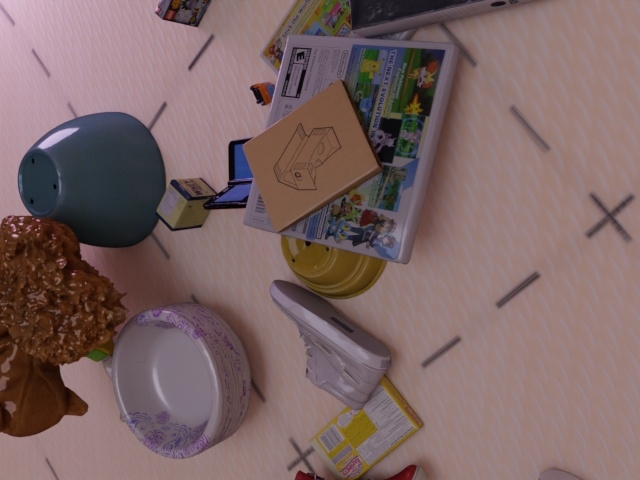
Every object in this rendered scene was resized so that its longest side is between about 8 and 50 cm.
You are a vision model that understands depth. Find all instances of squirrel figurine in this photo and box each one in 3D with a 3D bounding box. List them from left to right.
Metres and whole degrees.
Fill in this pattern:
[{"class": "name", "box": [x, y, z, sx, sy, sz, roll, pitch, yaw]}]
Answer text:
[{"class": "squirrel figurine", "box": [-0.550, 0.167, 1.289, 0.397, 0.281, 0.370, -30, 67, 36]}]

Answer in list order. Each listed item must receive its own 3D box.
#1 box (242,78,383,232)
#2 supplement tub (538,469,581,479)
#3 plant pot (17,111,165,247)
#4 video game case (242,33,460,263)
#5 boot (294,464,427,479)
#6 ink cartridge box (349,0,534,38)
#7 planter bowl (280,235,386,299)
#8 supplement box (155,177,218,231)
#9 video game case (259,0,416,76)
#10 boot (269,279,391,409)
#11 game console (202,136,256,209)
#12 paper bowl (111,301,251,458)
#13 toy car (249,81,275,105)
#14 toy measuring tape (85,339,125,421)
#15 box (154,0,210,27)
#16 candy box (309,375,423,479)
[{"class": "box", "box": [-0.017, -0.129, 1.068, 0.201, 0.021, 0.164, -30, 69, 23]}, {"class": "supplement tub", "box": [0.341, 0.398, 0.999, 0.071, 0.071, 0.107, 17, 106, 30]}, {"class": "plant pot", "box": [-0.488, -0.120, 1.397, 0.290, 0.195, 0.290, 4, 98, 32]}, {"class": "video game case", "box": [0.038, -0.153, 1.073, 0.300, 0.036, 0.328, 14, 90, 32]}, {"class": "boot", "box": [0.052, 0.424, 1.157, 0.176, 0.088, 0.244, 39, 119, 5]}, {"class": "ink cartridge box", "box": [0.195, -0.405, 0.978, 0.333, 0.065, 0.165, -5, 90, 28]}, {"class": "planter bowl", "box": [0.000, 0.000, 1.158, 0.217, 0.090, 0.217, 5, 99, 33]}, {"class": "supplement box", "box": [-0.257, -0.070, 1.319, 0.056, 0.083, 0.083, 43, 117, 21]}, {"class": "video game case", "box": [0.023, -0.330, 1.140, 0.206, 0.026, 0.227, 50, 120, 18]}, {"class": "boot", "box": [-0.008, 0.179, 1.176, 0.258, 0.095, 0.123, 35, 108, 29]}, {"class": "game console", "box": [-0.144, -0.120, 1.227, 0.144, 0.124, 0.085, 0, 122, 46]}, {"class": "paper bowl", "box": [-0.254, 0.258, 1.321, 0.284, 0.148, 0.284, 5, 99, 33]}, {"class": "toy car", "box": [-0.080, -0.231, 1.224, 0.041, 0.060, 0.122, -31, 98, -11]}, {"class": "toy measuring tape", "box": [-0.513, 0.254, 1.510, 0.121, 0.121, 0.330, -30, 80, 32]}, {"class": "box", "box": [-0.232, -0.459, 1.248, 0.027, 0.094, 0.137, 46, 118, 21]}, {"class": "candy box", "box": [0.074, 0.334, 1.190, 0.105, 0.027, 0.206, 50, 119, 15]}]
